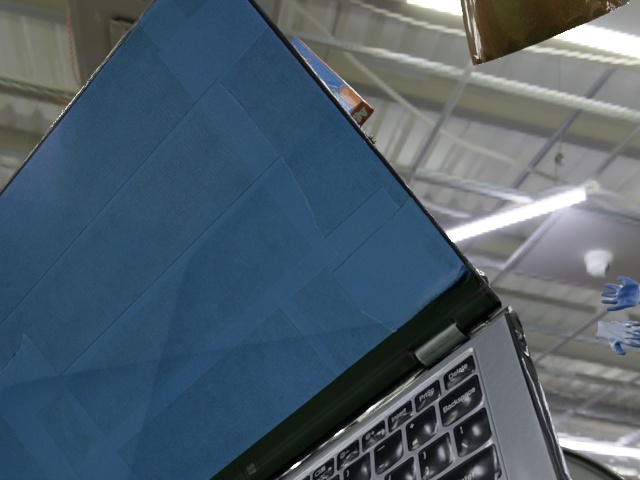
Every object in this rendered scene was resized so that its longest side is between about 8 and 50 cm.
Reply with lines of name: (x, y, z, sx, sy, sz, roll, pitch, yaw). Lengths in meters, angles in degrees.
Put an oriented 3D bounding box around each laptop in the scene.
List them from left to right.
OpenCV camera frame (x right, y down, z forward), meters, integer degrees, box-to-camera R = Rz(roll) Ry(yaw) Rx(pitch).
laptop: (-0.107, 0.122, 0.404, 0.236, 0.408, 0.382, 37, -64, -22)

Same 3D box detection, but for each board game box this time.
board game box: (-0.032, -0.173, 1.068, 0.027, 0.281, 0.145, 33, -76, -32)

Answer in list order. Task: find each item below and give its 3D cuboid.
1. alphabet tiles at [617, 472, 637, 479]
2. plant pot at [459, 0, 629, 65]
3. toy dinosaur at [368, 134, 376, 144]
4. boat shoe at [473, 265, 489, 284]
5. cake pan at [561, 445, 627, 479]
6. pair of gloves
alphabet tiles: (0.594, 0.498, 1.420, 0.198, 0.009, 0.237, 7, -42, 54)
plant pot: (0.292, -0.420, 1.169, 0.237, 0.237, 0.254, -15, -78, 40)
toy dinosaur: (-0.037, -0.147, 1.603, 0.164, 0.322, 0.218, 50, -6, -36)
boat shoe: (0.199, 0.152, 1.440, 0.096, 0.324, 0.117, 17, -48, 54)
cake pan: (0.193, 0.334, 0.743, 0.293, 0.293, 0.054, -7, 2, 29)
pair of gloves: (0.754, 0.186, 1.995, 0.023, 0.198, 0.159, 19, -8, -24)
